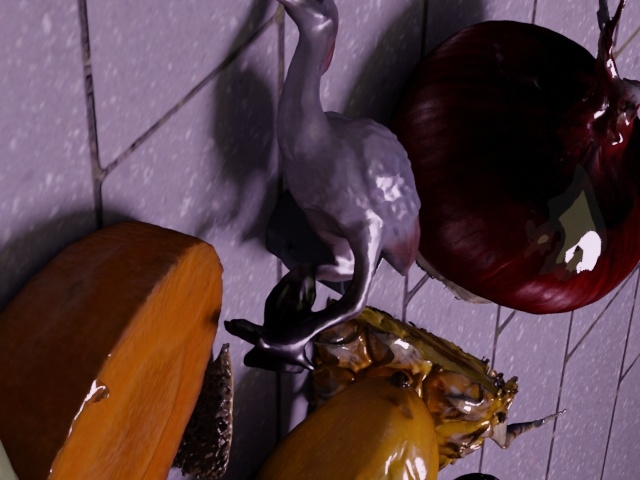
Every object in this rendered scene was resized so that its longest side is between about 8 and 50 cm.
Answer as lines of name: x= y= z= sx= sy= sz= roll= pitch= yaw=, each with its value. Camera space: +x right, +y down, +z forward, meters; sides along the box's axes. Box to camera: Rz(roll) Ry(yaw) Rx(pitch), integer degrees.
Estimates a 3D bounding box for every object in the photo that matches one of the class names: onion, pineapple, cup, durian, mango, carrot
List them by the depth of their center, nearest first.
carrot: x=-0.154 y=0.122 z=1.356 sx=0.307 sy=0.100 sz=0.258 roll=-54 pitch=160 yaw=-32
durian: x=-0.084 y=0.144 z=1.593 sx=0.066 sy=0.052 sz=0.130 roll=-38 pitch=145 yaw=-52
cup: x=0.000 y=0.000 z=1.595 sx=0.100 sy=0.077 sz=0.078 roll=-35 pitch=144 yaw=-51
onion: x=0.196 y=-0.077 z=1.702 sx=0.285 sy=0.273 sz=0.273 roll=-35 pitch=179 yaw=38
mango: x=-0.007 y=0.267 z=1.750 sx=0.359 sy=0.144 sz=0.187 roll=-60 pitch=-172 yaw=26
pineapple: x=0.100 y=0.171 z=1.889 sx=0.161 sy=0.158 sz=0.334 roll=-64 pitch=159 yaw=-1

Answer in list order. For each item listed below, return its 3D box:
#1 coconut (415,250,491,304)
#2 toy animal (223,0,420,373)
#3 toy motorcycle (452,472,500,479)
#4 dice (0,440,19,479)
coconut: x=0.136 y=-0.003 z=1.862 sx=0.110 sy=0.124 sz=0.110 roll=-47 pitch=-172 yaw=9
toy animal: x=0.010 y=-0.054 z=1.467 sx=0.195 sy=0.090 sz=0.324 roll=-19 pitch=118 yaw=-48
toy motorcycle: x=0.126 y=0.307 z=1.943 sx=0.207 sy=0.134 sz=0.401 roll=-59 pitch=164 yaw=5
dice: x=-0.292 y=0.147 z=0.872 sx=0.250 sy=0.252 sz=0.254 roll=-52 pitch=153 yaw=-30
